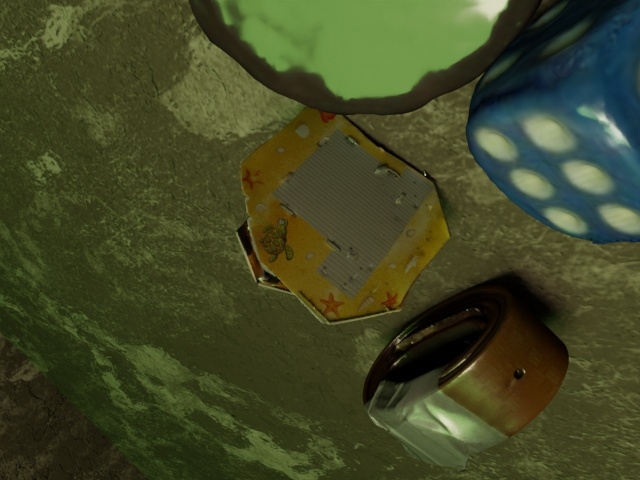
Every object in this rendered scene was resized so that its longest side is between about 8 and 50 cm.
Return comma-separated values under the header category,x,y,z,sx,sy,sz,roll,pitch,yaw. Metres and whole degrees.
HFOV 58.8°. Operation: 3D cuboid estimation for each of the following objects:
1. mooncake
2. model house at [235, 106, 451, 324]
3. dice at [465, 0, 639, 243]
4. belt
category,x,y,z,sx,sy,sz,roll,pitch,yaw
mooncake,0.029,-0.234,0.402,0.282,0.141,0.283,13,131,15
model house,0.000,0.000,0.596,0.207,0.219,0.136,37,146,1
dice,0.198,-0.092,0.389,0.143,0.146,0.146,44,166,-14
belt,0.153,0.155,0.651,0.105,0.184,0.261,42,140,-7
